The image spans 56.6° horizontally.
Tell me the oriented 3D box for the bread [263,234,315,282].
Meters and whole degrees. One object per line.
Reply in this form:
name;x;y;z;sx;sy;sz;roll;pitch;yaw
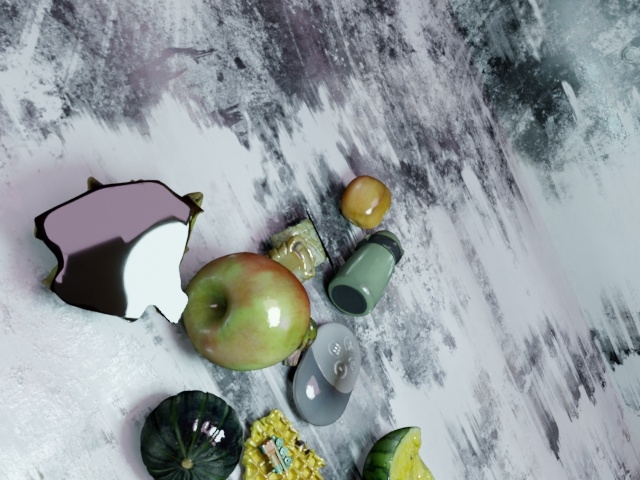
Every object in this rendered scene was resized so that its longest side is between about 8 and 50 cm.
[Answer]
bread;-0.119;0.087;1.729;0.134;0.225;0.081;56;8;-9

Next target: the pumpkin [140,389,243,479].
pumpkin;-0.308;0.484;1.437;0.250;0.216;0.249;1;87;-12

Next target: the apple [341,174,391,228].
apple;0.159;-0.128;2.085;0.199;0.199;0.199;15;67;-40

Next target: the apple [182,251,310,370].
apple;-0.185;0.186;1.565;0.277;0.319;0.318;14;67;-57

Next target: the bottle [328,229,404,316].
bottle;0.168;0.096;2.029;0.168;0.169;0.347;55;43;-16

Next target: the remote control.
remote control;0.024;0.407;1.832;0.221;0.104;0.331;44;53;-25

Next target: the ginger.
ginger;-0.476;0.026;1.441;0.414;0.211;0.357;-5;94;-35

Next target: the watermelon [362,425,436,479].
watermelon;0.231;0.755;1.862;0.331;0.190;0.330;13;71;-45

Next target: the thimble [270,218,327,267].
thimble;-0.064;0.020;1.849;0.143;0.138;0.190;63;22;-5

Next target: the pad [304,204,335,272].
pad;0.000;0.000;1.896;0.003;0.143;0.211;-25;71;-3

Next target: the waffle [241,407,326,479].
waffle;-0.103;0.630;1.671;0.284;0.065;0.309;8;75;-39

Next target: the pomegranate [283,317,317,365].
pomegranate;-0.072;0.290;1.762;0.138;0.126;0.163;-1;79;-57

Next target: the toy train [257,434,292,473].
toy train;-0.120;0.580;1.602;0.064;0.044;0.103;-28;93;-38
